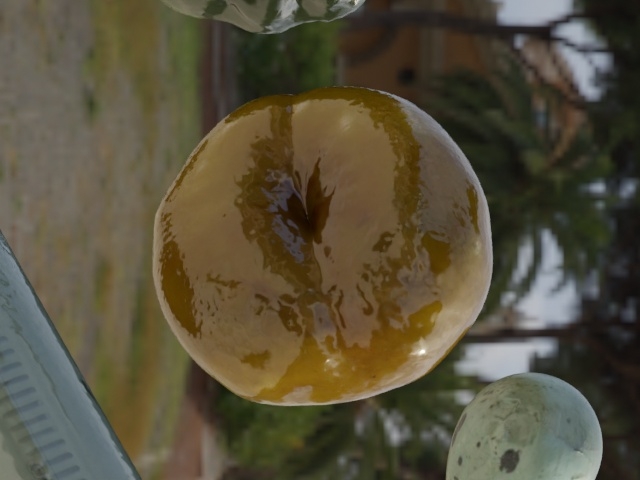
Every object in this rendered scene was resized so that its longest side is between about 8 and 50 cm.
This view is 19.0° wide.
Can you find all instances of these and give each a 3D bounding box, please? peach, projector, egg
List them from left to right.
[{"bbox_3d":[-0.151,0.092,0.875,0.337,0.108,0.108,58,-21,18],"label":"projector"},{"bbox_3d":[0.000,0.000,1.368,0.153,0.251,0.251,60,23,-63],"label":"peach"},{"bbox_3d":[0.172,0.193,1.674,0.164,0.131,0.131,-58,-165,8],"label":"egg"}]

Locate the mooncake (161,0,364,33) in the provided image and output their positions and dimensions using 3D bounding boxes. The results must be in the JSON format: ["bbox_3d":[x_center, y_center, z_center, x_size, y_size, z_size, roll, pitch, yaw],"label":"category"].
[{"bbox_3d":[-0.047,-0.358,1.614,0.194,0.356,0.356,-62,160,-58],"label":"mooncake"}]
